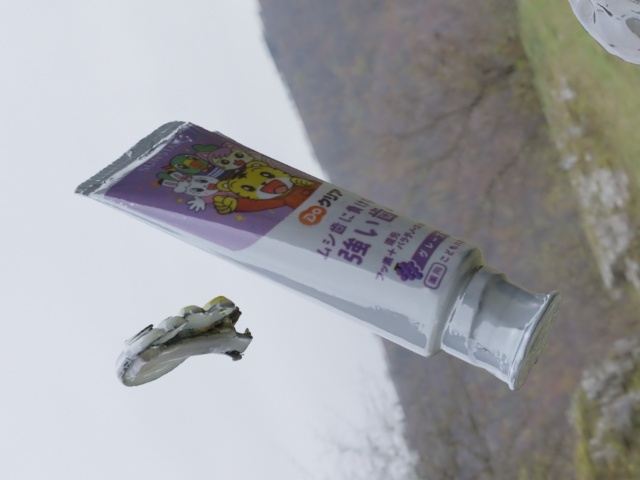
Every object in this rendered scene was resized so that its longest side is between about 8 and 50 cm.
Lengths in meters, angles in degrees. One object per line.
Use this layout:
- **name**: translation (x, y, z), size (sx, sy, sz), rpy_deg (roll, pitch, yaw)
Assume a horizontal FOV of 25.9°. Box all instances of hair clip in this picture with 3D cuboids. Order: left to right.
- **hair clip**: translation (-0.139, 0.106, 1.361), size (0.172, 0.116, 0.049), rpy_deg (-15, -120, -46)

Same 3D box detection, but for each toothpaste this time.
- **toothpaste**: translation (0.000, 0.000, 0.865), size (0.114, 0.299, 0.073), rpy_deg (-47, -25, -46)

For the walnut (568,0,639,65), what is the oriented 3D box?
- **walnut**: translation (0.244, -0.203, 0.877), size (0.224, 0.224, 0.224), rpy_deg (-21, -90, -81)
